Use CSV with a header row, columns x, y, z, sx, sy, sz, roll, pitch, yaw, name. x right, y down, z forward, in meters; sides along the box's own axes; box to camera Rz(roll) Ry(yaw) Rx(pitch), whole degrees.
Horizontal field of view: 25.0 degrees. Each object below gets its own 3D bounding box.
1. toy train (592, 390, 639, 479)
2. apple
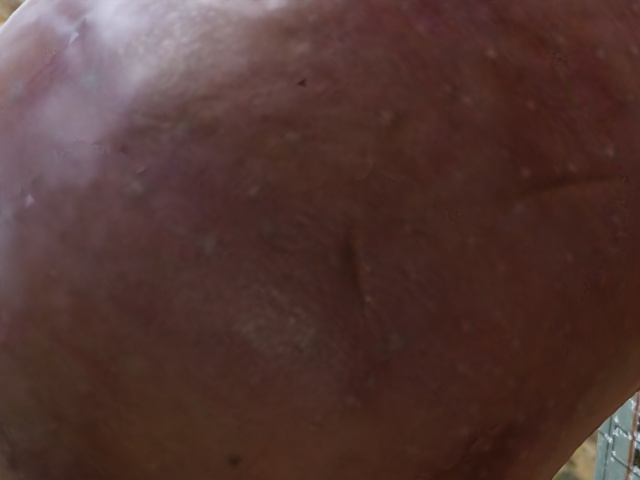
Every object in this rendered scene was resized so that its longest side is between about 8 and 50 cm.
x,y,z,sx,sy,sz,roll,pitch,yaw,name
0.209,0.094,0.782,0.087,0.088,0.406,-13,-61,-27,toy train
0.000,0.000,0.521,0.306,0.235,0.306,-41,-3,-3,apple
